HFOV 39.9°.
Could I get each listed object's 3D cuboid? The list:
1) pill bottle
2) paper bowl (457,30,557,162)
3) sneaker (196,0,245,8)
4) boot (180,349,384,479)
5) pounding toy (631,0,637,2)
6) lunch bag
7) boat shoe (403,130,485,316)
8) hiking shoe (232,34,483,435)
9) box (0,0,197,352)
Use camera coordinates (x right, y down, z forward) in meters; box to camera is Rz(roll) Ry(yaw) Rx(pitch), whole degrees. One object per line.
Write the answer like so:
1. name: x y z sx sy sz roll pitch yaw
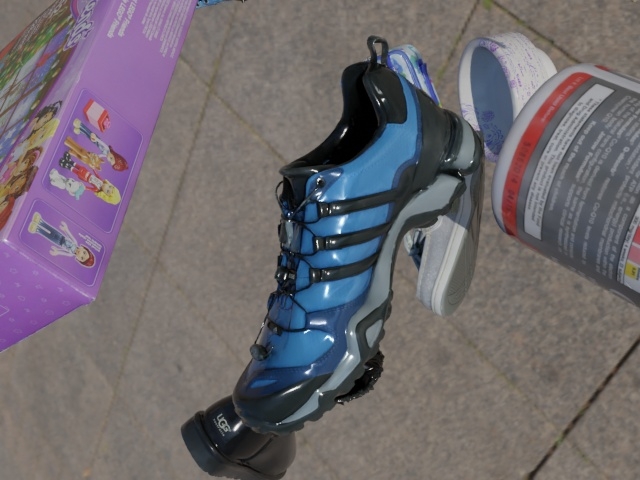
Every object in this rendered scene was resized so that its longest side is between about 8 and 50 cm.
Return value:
1. pill bottle: 0.368 -0.021 0.861 0.363 0.210 0.210 33 123 37
2. paper bowl: 0.430 -0.324 1.968 0.284 0.148 0.284 166 90 -77
3. sneaker: -0.105 -0.278 0.924 0.073 0.162 0.063 60 175 46
4. boot: -0.017 0.178 0.971 0.207 0.246 0.094 -35 68 5
5. pounding toy: 0.430 -0.431 1.268 0.130 0.141 0.100 26 92 7
6. lunch bag: 0.156 -0.288 1.834 0.176 0.090 0.219 -14 106 33
7. boat shoe: 0.164 -0.031 1.204 0.103 0.320 0.118 3 140 15
8. hiking shoe: 0.000 0.000 0.690 0.113 0.132 0.304 6 63 58
9. box: -0.182 -0.055 0.547 0.201 0.057 0.293 -27 38 32
